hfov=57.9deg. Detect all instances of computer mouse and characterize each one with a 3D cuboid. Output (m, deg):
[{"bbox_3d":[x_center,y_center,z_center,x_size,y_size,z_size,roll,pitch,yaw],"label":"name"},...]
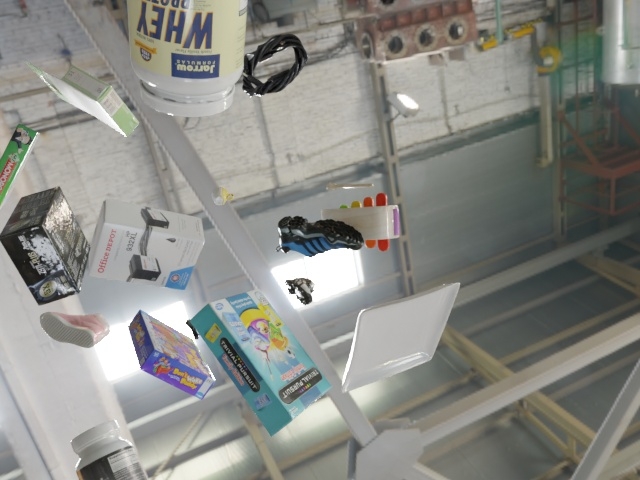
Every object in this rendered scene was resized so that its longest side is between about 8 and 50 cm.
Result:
[{"bbox_3d":[-0.387,0.327,2.016,0.193,0.042,0.106,26,-175,-45],"label":"computer mouse"}]

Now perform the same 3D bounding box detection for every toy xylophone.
[{"bbox_3d":[0.127,-0.089,2.054,0.323,0.236,0.081,8,-170,32],"label":"toy xylophone"}]

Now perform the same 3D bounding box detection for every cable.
[{"bbox_3d":[-0.114,-0.414,1.372,0.185,0.047,0.150,-4,-115,29],"label":"cable"}]

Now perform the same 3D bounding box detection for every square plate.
[{"bbox_3d":[0.223,0.278,1.696,0.344,0.347,0.049,-13,-137,-26],"label":"square plate"}]

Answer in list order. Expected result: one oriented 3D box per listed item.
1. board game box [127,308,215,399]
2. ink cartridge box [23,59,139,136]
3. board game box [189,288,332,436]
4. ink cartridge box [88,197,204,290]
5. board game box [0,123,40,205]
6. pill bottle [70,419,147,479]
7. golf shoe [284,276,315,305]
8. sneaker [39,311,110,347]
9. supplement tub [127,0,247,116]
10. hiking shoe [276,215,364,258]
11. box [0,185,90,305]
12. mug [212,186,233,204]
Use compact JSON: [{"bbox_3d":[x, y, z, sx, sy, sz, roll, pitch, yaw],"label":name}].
[{"bbox_3d":[-0.504,0.373,1.928,0.078,0.233,0.347,-54,-152,-3],"label":"board game box"},{"bbox_3d":[-0.572,-0.358,1.398,0.235,0.171,0.056,32,-102,14],"label":"ink cartridge box"},{"bbox_3d":[-0.141,0.289,1.458,0.079,0.336,0.254,-42,168,19],"label":"board game box"},{"bbox_3d":[-0.551,0.018,1.826,0.308,0.223,0.129,12,-147,-26],"label":"ink cartridge box"},{"bbox_3d":[-0.774,-0.186,1.449,0.046,0.213,0.317,26,178,-26],"label":"board game box"},{"bbox_3d":[-0.578,0.657,1.605,0.162,0.278,0.162,-28,164,-9],"label":"pill bottle"},{"bbox_3d":[-0.054,0.162,1.996,0.094,0.077,0.198,-18,-160,-18],"label":"golf shoe"},{"bbox_3d":[-0.465,0.164,1.109,0.134,0.050,0.070,15,-160,17],"label":"sneaker"},{"bbox_3d":[-0.268,-0.442,1.171,0.236,0.324,0.235,6,-142,-5],"label":"supplement tub"},{"bbox_3d":[0.000,0.000,1.998,0.304,0.132,0.113,11,-147,11],"label":"hiking shoe"},{"bbox_3d":[-0.498,0.006,1.061,0.078,0.147,0.180,-18,-150,-6],"label":"box"},{"bbox_3d":[-0.380,-0.169,2.219,0.078,0.062,0.064,-32,-155,7],"label":"mug"}]
